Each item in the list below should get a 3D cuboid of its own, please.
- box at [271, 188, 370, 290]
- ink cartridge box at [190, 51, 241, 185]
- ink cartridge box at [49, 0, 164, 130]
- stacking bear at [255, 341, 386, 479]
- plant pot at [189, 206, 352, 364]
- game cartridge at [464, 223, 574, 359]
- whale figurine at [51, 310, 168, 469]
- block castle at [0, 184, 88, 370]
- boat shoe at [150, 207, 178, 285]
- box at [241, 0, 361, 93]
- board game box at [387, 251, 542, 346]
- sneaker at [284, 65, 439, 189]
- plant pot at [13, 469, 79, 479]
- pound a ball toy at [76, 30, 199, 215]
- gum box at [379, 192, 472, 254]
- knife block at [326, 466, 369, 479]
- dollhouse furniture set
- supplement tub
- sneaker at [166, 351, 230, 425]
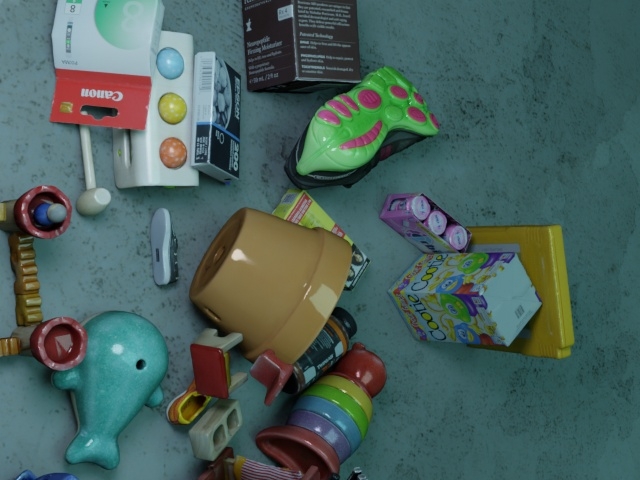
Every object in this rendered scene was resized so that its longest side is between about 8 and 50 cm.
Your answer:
[{"bbox_3d":[0.000,0.000,2.158,0.232,0.058,0.087,47,64,-28],"label":"box"},{"bbox_3d":[-0.181,-0.218,1.951,0.208,0.045,0.206,28,62,-74],"label":"ink cartridge box"},{"bbox_3d":[-0.371,-0.310,1.799,0.056,0.181,0.225,49,48,-76],"label":"ink cartridge box"},{"bbox_3d":[0.033,0.334,2.112,0.175,0.164,0.289,46,52,-11],"label":"stacking bear"},{"bbox_3d":[-0.105,0.073,1.947,0.203,0.291,0.291,32,68,-17],"label":"plant pot"},{"bbox_3d":[0.420,0.108,2.327,0.052,0.323,0.285,-10,94,-28],"label":"game cartridge"},{"bbox_3d":[-0.352,0.256,1.808,0.216,0.141,0.272,21,76,-37],"label":"whale figurine"},{"bbox_3d":[-0.585,0.074,1.579,0.453,0.212,0.303,-7,93,-39],"label":"block castle"},{"bbox_3d":[-0.282,0.011,1.938,0.040,0.049,0.142,-4,97,-45],"label":"boat shoe"},{"bbox_3d":[-0.039,-0.399,2.071,0.167,0.168,0.203,-5,91,-39],"label":"box"},{"bbox_3d":[0.304,0.122,2.262,0.144,0.275,0.142,-45,115,-31],"label":"board game box"},{"bbox_3d":[0.081,-0.224,2.175,0.482,0.202,0.185,-24,80,-53],"label":"sneaker"},{"bbox_3d":[-0.448,0.513,1.674,0.236,0.212,0.236,-47,116,-29],"label":"plant pot"},{"bbox_3d":[-0.316,-0.205,1.859,0.208,0.135,0.319,-1,88,-39],"label":"pound a ball toy"},{"bbox_3d":[0.227,-0.035,2.314,0.188,0.107,0.062,36,67,-32],"label":"gum box"},{"bbox_3d":[-0.002,0.558,2.020,0.088,0.275,0.242,16,67,-37],"label":"knife block"},{"bbox_3d":[-0.128,0.361,1.869,0.152,0.201,0.374,-46,137,-55],"label":"dollhouse furniture set"},{"bbox_3d":[-0.014,0.213,2.109,0.198,0.106,0.106,-37,111,-34],"label":"supplement tub"},{"bbox_3d":[-0.214,0.275,1.968,0.064,0.067,0.175,47,60,-26],"label":"sneaker"}]
